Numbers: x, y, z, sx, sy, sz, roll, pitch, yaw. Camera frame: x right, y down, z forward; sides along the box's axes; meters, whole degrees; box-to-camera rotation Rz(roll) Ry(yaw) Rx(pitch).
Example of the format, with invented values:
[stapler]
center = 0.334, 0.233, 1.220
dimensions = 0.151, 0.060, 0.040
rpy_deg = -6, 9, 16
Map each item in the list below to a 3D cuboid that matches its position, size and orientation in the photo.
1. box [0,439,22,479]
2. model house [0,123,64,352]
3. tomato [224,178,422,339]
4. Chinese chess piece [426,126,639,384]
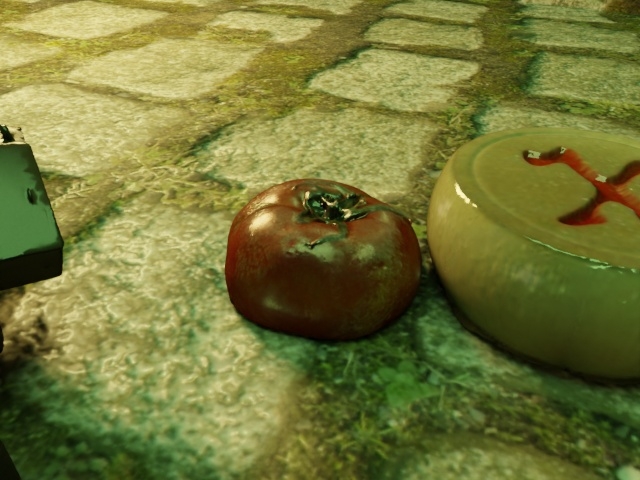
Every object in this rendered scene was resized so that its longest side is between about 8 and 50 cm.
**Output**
[box]
center = -0.290, 0.138, 0.275
dimensions = 0.155, 0.231, 0.149
rpy_deg = 1, 36, 0
[model house]
center = -0.319, 0.036, 0.426
dimensions = 0.211, 0.204, 0.243
rpy_deg = -17, 30, -29
[tomato]
center = 0.000, 0.000, 0.600
dimensions = 0.237, 0.095, 0.237
rpy_deg = 2, 35, -1
[Chinese chess piece]
center = 0.287, -0.005, 0.585
dimensions = 0.338, 0.140, 0.338
rpy_deg = 2, 36, -2
